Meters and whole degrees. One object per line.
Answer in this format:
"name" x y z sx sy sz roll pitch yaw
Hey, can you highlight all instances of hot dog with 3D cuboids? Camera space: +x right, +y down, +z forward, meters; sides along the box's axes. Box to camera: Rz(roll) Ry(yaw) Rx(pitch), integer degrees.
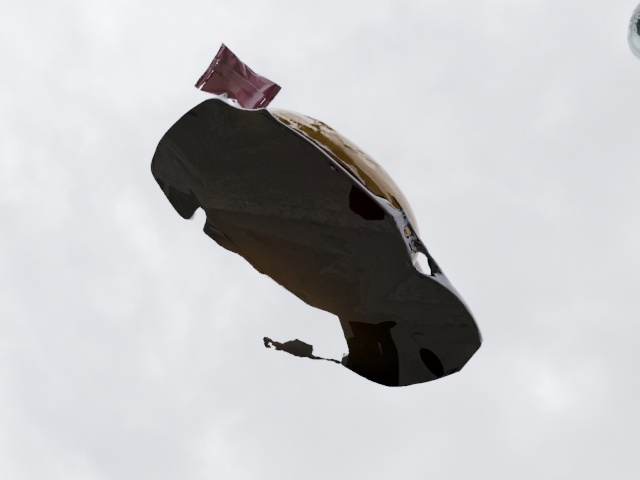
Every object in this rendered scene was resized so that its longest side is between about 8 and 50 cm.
"hot dog" 0.002 -0.005 0.657 0.194 0.107 0.326 -38 -91 32

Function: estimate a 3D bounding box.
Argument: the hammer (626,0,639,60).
"hammer" 0.352 -0.144 0.593 0.193 0.116 0.070 23 -70 -33

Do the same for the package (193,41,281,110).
"package" -0.091 -0.169 0.755 0.083 0.029 0.059 34 -85 -29
